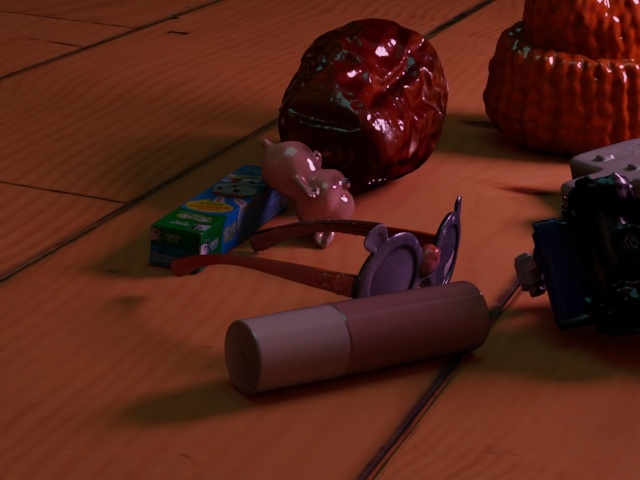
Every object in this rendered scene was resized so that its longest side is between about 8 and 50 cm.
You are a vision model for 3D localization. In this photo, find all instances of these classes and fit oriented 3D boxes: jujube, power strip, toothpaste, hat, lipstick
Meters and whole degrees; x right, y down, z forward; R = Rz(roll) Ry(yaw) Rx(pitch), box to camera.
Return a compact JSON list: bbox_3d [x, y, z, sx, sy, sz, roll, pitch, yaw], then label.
[{"bbox_3d":[0.049,-0.169,2.072,0.216,0.216,0.342,8,27,14],"label":"jujube"},{"bbox_3d":[0.394,-0.068,1.980,0.193,0.059,0.265,-16,17,-19],"label":"power strip"},{"bbox_3d":[-0.111,-0.029,1.849,0.065,0.050,0.266,12,21,18],"label":"toothpaste"},{"bbox_3d":[0.388,-0.330,2.289,0.285,0.400,0.285,4,15,-1],"label":"hat"},{"bbox_3d":[0.037,0.089,1.493,0.254,0.070,0.070,-9,22,-31],"label":"lipstick"}]

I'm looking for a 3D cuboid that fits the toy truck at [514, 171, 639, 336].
[{"bbox_3d":[0.320,0.023,1.632,0.213,0.161,0.177,-9,-15,-15],"label":"toy truck"}]

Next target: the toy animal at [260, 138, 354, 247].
[{"bbox_3d":[-0.016,-0.063,1.870,0.083,0.089,0.150,-30,78,-40],"label":"toy animal"}]

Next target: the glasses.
[{"bbox_3d":[0.000,0.000,1.662,0.268,0.118,0.234,13,18,26],"label":"glasses"}]
